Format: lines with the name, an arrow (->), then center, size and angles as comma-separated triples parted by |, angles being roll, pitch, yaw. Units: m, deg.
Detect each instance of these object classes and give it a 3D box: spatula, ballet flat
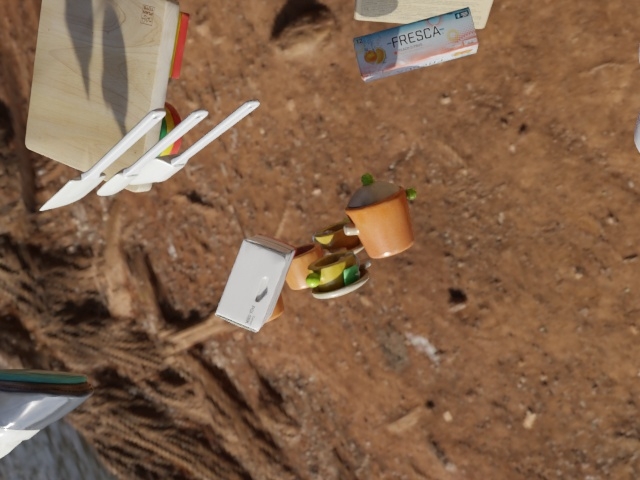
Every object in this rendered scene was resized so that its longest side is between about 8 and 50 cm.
spatula -> -0.178, -0.094, 0.981 | 0.242, 0.168, 0.019 | -30, 78, 45
ballet flat -> -0.242, 0.112, 0.631 | 0.203, 0.074, 0.074 | 5, 119, 23

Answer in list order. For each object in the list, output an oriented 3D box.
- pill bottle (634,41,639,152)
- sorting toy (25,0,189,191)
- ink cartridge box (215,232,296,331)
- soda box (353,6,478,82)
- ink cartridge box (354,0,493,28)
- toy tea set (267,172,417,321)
pill bottle -> 0.443, -0.245, 0.929 | 0.210, 0.210, 0.363 | 43, 144, 41
sorting toy -> -0.287, -0.223, 1.290 | 0.257, 0.089, 0.256 | 21, 107, 35
ink cartridge box -> -0.076, 0.047, 1.117 | 0.135, 0.056, 0.099 | -36, -32, -86
soda box -> 0.144, -0.296, 1.407 | 0.058, 0.183, 0.063 | 18, -122, -84
ink cartridge box -> 0.176, -0.446, 1.550 | 0.193, 0.234, 0.088 | 92, -177, -71
toy tea set -> 0.000, 0.000, 1.349 | 0.200, 0.336, 0.124 | -11, 105, 36
